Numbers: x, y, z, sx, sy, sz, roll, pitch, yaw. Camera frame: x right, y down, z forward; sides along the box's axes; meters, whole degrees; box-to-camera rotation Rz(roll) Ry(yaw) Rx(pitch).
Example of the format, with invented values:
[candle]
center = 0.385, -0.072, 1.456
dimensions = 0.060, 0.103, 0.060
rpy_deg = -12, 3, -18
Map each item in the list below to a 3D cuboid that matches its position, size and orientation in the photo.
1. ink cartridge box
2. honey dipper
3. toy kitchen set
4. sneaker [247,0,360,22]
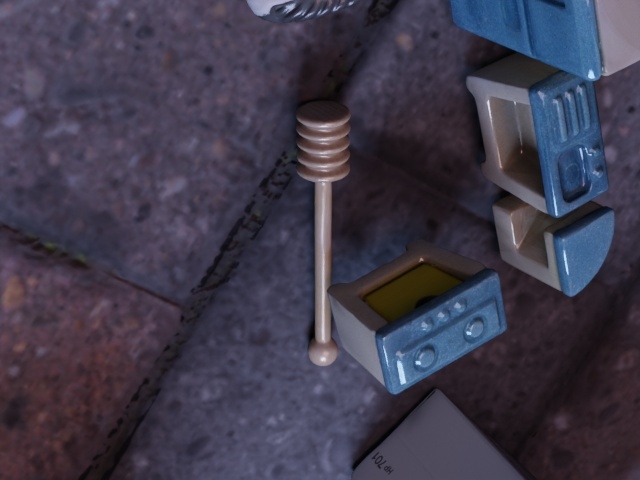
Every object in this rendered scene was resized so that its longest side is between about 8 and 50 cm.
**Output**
[ink cartridge box]
center = 0.124, 0.195, 1.181
dimensions = 0.082, 0.139, 0.190
rpy_deg = -44, 124, 1
[honey dipper]
center = 0.000, 0.000, 1.101
dimensions = 0.030, 0.030, 0.160
rpy_deg = -10, 121, -21
[toy kitchen set]
center = 0.084, -0.038, 1.048
dimensions = 0.166, 0.122, 0.207
rpy_deg = -28, 122, -24
[sneaker]
center = 0.035, -0.193, 1.003
dimensions = 0.211, 0.080, 0.081
rpy_deg = -45, 118, -12
